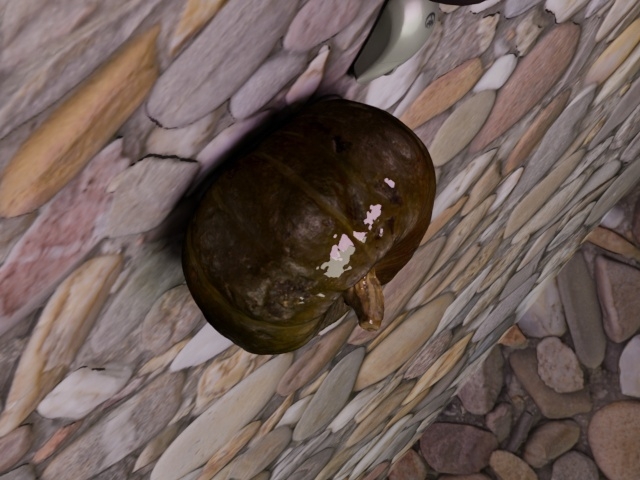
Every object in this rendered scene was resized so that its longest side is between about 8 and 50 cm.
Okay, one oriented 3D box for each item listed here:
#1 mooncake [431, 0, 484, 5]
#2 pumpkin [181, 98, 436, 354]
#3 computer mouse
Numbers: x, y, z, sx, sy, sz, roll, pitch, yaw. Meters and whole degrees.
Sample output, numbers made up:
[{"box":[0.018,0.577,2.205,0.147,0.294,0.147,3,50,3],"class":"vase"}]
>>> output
[{"box":[0.101,-0.285,0.557,0.381,0.212,0.350,-50,169,6],"class":"mooncake"},{"box":[0.000,0.000,1.125,0.219,0.162,0.219,-38,166,-11],"class":"pumpkin"},{"box":[0.062,-0.153,1.128,0.056,0.032,0.110,-28,157,-46],"class":"computer mouse"}]
